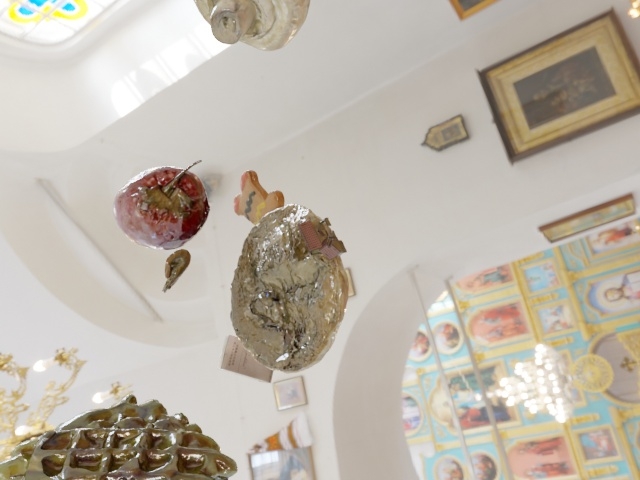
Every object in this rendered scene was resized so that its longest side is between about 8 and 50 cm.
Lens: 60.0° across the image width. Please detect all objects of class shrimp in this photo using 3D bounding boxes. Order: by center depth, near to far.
[{"bbox_3d":[-0.335,0.065,1.259,0.108,0.023,0.059,-56,-42,-13],"label":"shrimp"}]

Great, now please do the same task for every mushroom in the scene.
[{"bbox_3d":[-0.156,-0.498,1.163,0.254,0.260,0.234,43,-123,-36],"label":"mushroom"}]

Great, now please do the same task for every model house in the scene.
[{"bbox_3d":[0.000,0.000,1.024,0.058,0.057,0.083,1,-122,-50],"label":"model house"}]

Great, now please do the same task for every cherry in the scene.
[{"bbox_3d":[-0.345,-0.070,1.187,0.175,0.249,0.192,50,-117,-27],"label":"cherry"}]

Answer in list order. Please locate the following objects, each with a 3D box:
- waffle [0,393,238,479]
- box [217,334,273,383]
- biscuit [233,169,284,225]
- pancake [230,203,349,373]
[{"bbox_3d":[-0.209,0.236,0.584,0.204,0.223,0.054,-12,-66,-50],"label":"waffle"},{"bbox_3d":[-0.225,0.374,1.739,0.198,0.029,0.109,28,-115,-36],"label":"box"},{"bbox_3d":[-0.142,-0.066,1.427,0.036,0.165,0.250,-19,-127,-40],"label":"biscuit"},{"bbox_3d":[-0.072,0.102,1.208,0.082,0.387,0.387,5,-115,-40],"label":"pancake"}]
